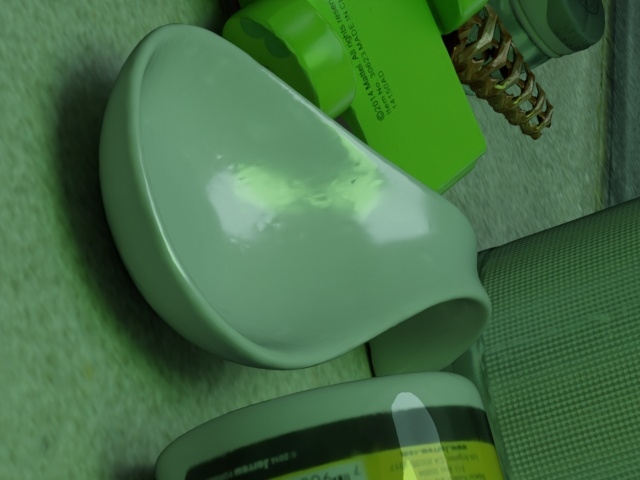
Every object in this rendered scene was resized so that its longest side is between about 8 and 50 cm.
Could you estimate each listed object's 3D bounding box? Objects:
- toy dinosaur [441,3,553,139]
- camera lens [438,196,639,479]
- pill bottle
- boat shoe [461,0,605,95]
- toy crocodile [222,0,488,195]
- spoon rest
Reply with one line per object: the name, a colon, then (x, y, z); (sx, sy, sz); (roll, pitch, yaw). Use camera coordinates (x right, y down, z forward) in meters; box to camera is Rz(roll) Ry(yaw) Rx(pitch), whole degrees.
toy dinosaur: (0.030, -0.197, 0.995); (0.218, 0.164, 0.322); (-57, 144, -47)
camera lens: (0.203, 0.078, 0.923); (0.219, 0.274, 0.219); (50, 29, -41)
pill bottle: (0.022, 0.158, 0.631); (0.119, 0.119, 0.208); (18, 55, -64)
boat shoe: (0.082, -0.245, 1.181); (0.118, 0.103, 0.320); (19, 50, -59)
toy crocodile: (-0.023, -0.151, 0.836); (0.115, 0.105, 0.340); (-43, 120, -22)
spoon rest: (0.000, 0.000, 0.769); (0.276, 0.084, 0.137); (30, 45, -60)
